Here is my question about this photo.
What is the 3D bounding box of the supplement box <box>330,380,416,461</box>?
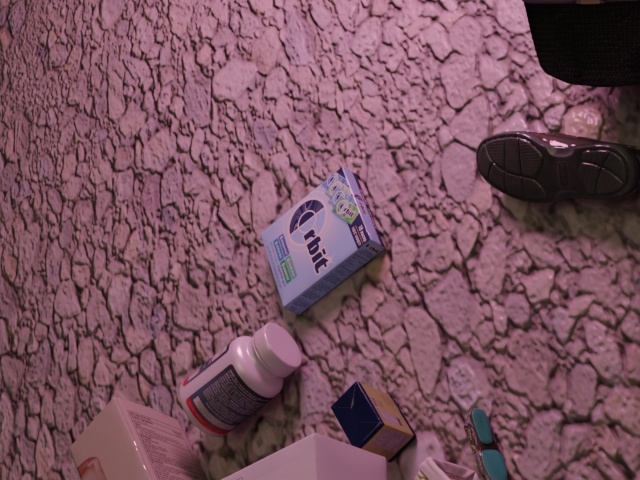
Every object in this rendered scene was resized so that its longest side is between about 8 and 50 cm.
[{"bbox_3d":[0.073,0.250,1.733,0.056,0.083,0.083,-47,46,16],"label":"supplement box"}]

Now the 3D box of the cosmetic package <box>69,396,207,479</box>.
[{"bbox_3d":[-0.256,0.400,1.918,0.129,0.153,0.296,-47,44,14],"label":"cosmetic package"}]

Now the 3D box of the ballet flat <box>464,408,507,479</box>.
[{"bbox_3d":[0.213,0.275,1.631,0.041,0.041,0.114,-34,50,26],"label":"ballet flat"}]

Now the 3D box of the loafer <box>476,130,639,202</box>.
[{"bbox_3d":[0.331,-0.100,1.687,0.267,0.084,0.096,12,109,49],"label":"loafer"}]

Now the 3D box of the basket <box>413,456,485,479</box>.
[{"bbox_3d":[0.183,0.364,1.556,0.103,0.113,0.167,-57,43,9],"label":"basket"}]

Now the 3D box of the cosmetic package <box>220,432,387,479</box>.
[{"bbox_3d":[-0.031,0.396,1.592,0.224,0.138,0.225,-33,45,36],"label":"cosmetic package"}]

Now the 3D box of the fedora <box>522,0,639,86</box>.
[{"bbox_3d":[0.395,-0.285,1.623,0.334,0.334,0.153,9,112,45],"label":"fedora"}]

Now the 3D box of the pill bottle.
[{"bbox_3d":[-0.119,0.210,1.916,0.180,0.108,0.108,-39,48,22],"label":"pill bottle"}]

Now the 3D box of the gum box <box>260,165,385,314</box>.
[{"bbox_3d":[0.000,0.000,1.955,0.184,0.041,0.157,-38,48,22],"label":"gum box"}]
